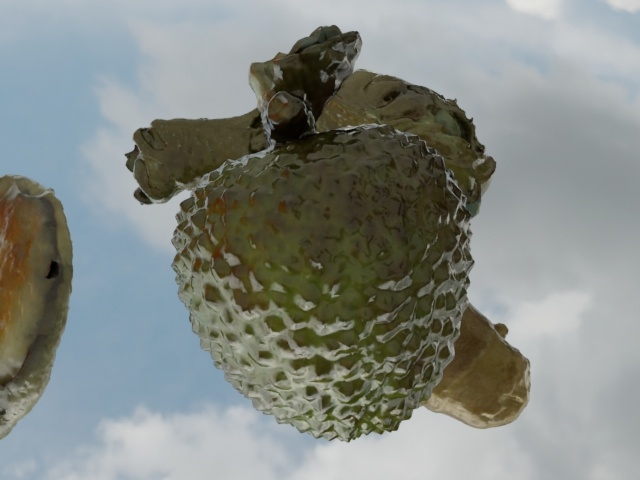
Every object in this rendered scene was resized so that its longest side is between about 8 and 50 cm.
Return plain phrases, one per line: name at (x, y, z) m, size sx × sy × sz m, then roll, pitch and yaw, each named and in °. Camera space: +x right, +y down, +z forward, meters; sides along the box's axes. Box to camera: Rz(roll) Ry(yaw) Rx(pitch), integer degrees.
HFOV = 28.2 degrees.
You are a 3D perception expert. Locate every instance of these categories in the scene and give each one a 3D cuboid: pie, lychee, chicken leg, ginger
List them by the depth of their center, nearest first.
lychee at (0.004, 0.011, 1.075) m, size 0.270 × 0.320 × 0.270 m, roll -26°, pitch -155°, yaw 14°
chicken leg at (-0.023, -0.089, 1.394) m, size 0.429 × 0.153 × 0.201 m, roll -1°, pitch -106°, yaw 12°
pie at (-0.389, 0.080, 1.432) m, size 0.077 × 0.339 × 0.339 m, roll 27°, pitch -155°, yaw -46°
ginger at (0.113, 0.095, 1.580) m, size 0.190 × 0.126 × 0.354 m, roll -32°, pitch -108°, yaw -25°
